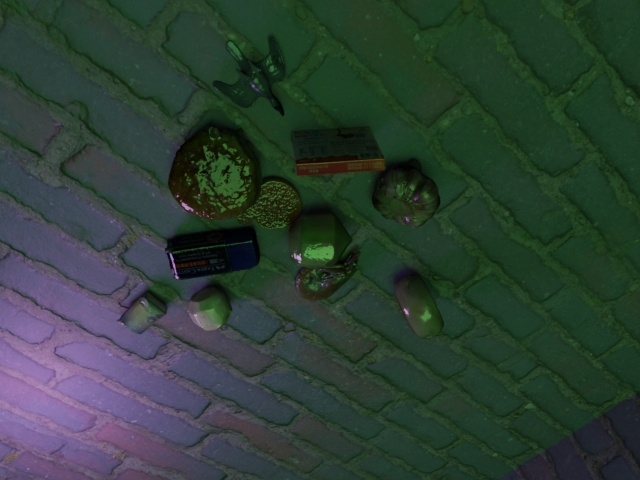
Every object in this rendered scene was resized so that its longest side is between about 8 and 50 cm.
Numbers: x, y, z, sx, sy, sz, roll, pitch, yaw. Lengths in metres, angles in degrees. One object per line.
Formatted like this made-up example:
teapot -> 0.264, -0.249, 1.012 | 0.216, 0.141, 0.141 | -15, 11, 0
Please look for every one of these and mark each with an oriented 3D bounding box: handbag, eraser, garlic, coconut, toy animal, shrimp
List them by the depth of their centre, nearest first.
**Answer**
toy animal -> -0.205, -0.496, 1.586 | 0.239, 0.176, 0.255 | -32, 86, 10
garlic -> 0.309, -0.162, 1.810 | 0.245, 0.160, 0.245 | 20, 140, 18
coconut -> 0.000, 0.000, 1.845 | 0.235, 0.236, 0.205 | -1, 88, -6
eraser -> -0.395, 0.051, 1.891 | 0.332, 0.102, 0.155 | -8, 124, -1
coconut -> -0.428, 0.273, 1.998 | 0.161, 0.161, 0.162 | -17, 114, 4
shrimp -> 0.030, 0.127, 2.008 | 0.168, 0.077, 0.317 | 37, 114, -23
handbag -> -0.704, 0.292, 2.019 | 0.173, 0.095, 0.117 | -40, 113, 9

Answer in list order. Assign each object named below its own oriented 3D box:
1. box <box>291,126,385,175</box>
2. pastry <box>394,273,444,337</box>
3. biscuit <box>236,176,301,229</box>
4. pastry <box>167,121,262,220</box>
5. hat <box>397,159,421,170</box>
box -> 0.048, -0.289, 1.633 | 0.273, 0.265, 0.048 | -4, 124, -3
pastry -> 0.392, 0.264, 2.039 | 0.133, 0.265, 0.265 | -28, 121, 8
biscuit -> -0.211, -0.132, 1.831 | 0.288, 0.044, 0.202 | 1, 121, -6
pastry -> -0.340, -0.209, 1.688 | 0.329, 0.136, 0.330 | 0, 110, -1
hat -> 0.317, -0.266, 1.816 | 0.087, 0.042, 0.058 | 4, 148, 29
